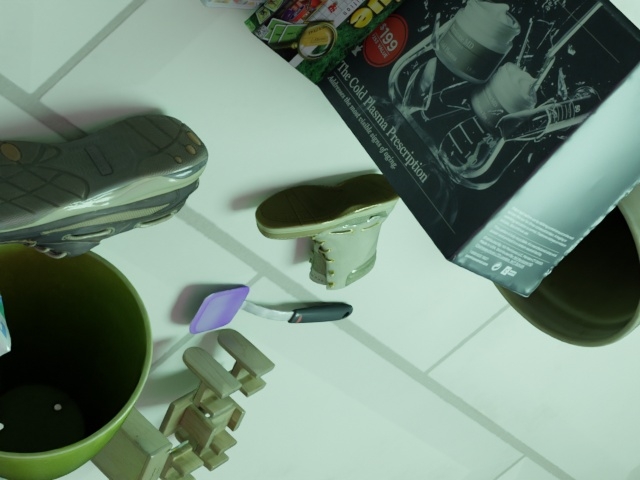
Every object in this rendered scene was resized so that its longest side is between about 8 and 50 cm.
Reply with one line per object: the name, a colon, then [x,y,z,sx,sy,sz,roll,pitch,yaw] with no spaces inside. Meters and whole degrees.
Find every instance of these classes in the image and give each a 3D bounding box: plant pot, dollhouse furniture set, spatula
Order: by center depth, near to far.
plant pot: [-0.351,0.185,1.595,0.275,0.274,0.293,-18,156,-19]
dollhouse furniture set: [-0.224,0.238,1.854,0.242,0.161,0.212,-25,148,-49]
plant pot: [0.418,-0.054,1.865,0.280,0.323,0.323,-31,146,-31]
spatula: [-0.064,0.104,1.872,0.296,0.030,0.084,5,130,-40]

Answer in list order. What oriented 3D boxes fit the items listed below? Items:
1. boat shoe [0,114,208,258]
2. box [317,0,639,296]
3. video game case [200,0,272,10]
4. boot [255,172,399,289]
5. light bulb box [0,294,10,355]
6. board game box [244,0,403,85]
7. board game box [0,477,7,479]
boat shoe: [-0.294,-0.036,1.470,0.355,0.132,0.130,-13,138,-23]
box: [0.215,-0.173,1.516,0.312,0.343,0.179,-47,140,17]
video game case: [-0.004,-0.342,1.430,0.227,0.026,0.206,-3,133,-34]
boot: [0.000,0.000,1.769,0.213,0.077,0.165,-14,141,-28]
light bulb box: [-0.532,0.016,1.177,0.361,0.225,0.358,-30,116,-5]
board game box: [0.047,-0.300,1.472,0.260,0.030,0.136,-43,144,12]
board game box: [-0.548,0.479,1.879,0.224,0.097,0.303,-7,137,-32]
